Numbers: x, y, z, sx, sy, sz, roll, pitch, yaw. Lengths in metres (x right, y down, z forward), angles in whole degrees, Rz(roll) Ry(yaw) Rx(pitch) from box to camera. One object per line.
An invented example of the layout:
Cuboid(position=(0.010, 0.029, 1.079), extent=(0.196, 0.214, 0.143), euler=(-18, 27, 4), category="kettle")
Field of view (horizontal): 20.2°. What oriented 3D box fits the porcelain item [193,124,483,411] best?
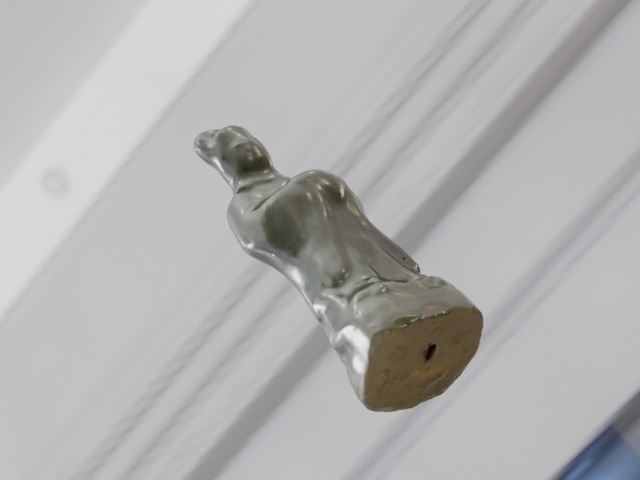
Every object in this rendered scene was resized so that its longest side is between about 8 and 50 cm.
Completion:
Cuboid(position=(0.000, 0.000, 1.005), extent=(0.081, 0.215, 0.069), euler=(-14, -46, -33), category="porcelain item")
